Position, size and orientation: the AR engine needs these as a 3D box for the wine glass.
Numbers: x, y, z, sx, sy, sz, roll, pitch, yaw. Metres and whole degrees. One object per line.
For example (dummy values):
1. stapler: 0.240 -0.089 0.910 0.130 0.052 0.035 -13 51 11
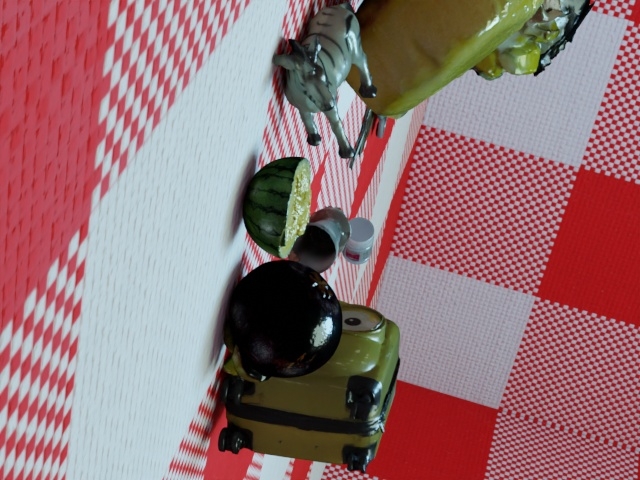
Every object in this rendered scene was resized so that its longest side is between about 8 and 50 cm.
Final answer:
1. wine glass: 0.000 0.000 1.806 0.155 0.072 0.072 -50 155 -75

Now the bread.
1. bread: 0.131 -0.263 1.574 0.270 0.148 0.270 -38 177 -2

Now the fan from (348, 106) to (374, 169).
1. fan: 0.077 -0.192 2.313 0.226 0.008 0.152 -69 173 -47

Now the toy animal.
1. toy animal: 0.004 -0.183 1.377 0.176 0.073 0.217 78 21 -46

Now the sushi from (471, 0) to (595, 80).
1. sushi: 0.302 -0.431 2.426 0.285 0.328 0.328 -48 172 -44

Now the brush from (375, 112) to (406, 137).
1. brush: 0.132 -0.238 2.396 0.297 0.060 0.068 79 24 -80

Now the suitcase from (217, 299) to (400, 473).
1. suitcase: -0.008 0.160 1.579 0.235 0.194 0.143 -63 158 -64

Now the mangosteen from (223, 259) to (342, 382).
1. mangosteen: -0.049 0.095 1.431 0.151 0.137 0.137 -39 -172 21

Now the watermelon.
1. watermelon: -0.045 -0.036 1.329 0.105 0.062 0.105 11 90 -78

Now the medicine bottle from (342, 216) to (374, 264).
1. medicine bottle: 0.072 0.001 2.542 0.091 0.058 0.058 95 12 -61
